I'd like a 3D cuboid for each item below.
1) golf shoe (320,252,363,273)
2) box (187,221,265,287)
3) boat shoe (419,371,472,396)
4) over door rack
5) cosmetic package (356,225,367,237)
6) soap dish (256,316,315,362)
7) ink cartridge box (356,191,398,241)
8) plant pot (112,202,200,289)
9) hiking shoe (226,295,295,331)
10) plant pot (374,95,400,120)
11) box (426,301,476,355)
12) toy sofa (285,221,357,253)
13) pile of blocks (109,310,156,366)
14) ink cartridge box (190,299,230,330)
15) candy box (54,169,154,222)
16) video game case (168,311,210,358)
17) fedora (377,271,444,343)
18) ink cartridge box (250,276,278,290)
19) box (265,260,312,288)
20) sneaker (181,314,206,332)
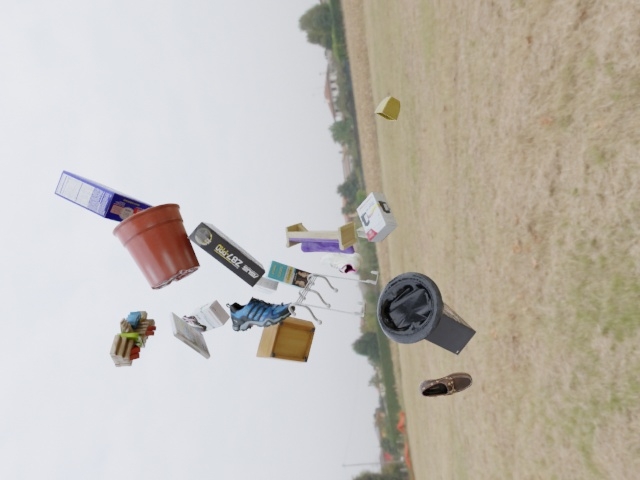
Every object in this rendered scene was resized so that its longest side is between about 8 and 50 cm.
[{"bbox_3d":[0.129,0.154,2.759,0.115,0.306,0.140,59,-143,-42],"label":"golf shoe"},{"bbox_3d":[-0.386,0.052,1.750,0.318,0.097,0.395,41,174,-8],"label":"box"},{"bbox_3d":[0.485,0.564,1.577,0.073,0.206,0.073,4,-112,-80],"label":"boat shoe"},{"bbox_3d":[0.063,0.232,1.662,0.239,0.324,0.108,-57,-43,-54],"label":"over door rack"},{"bbox_3d":[0.248,-0.043,2.128,0.115,0.060,0.041,12,126,54],"label":"cosmetic package"},{"bbox_3d":[-0.166,0.507,2.092,0.290,0.118,0.229,21,-100,-37],"label":"soap dish"},{"bbox_3d":[0.239,-0.100,1.749,0.127,0.072,0.175,-50,48,43],"label":"ink cartridge box"},{"bbox_3d":[-0.624,0.034,1.610,0.265,0.272,0.272,62,-175,4],"label":"plant pot"},{"bbox_3d":[-0.262,0.306,1.787,0.113,0.304,0.132,-61,-45,-79],"label":"hiking shoe"},{"bbox_3d":[0.299,-0.575,1.771,0.083,0.081,0.081,-65,21,8],"label":"plant pot"},{"bbox_3d":[0.644,0.445,2.333,0.343,0.179,0.312,28,-168,-28],"label":"box"},{"bbox_3d":[0.000,0.000,2.157,0.150,0.362,0.177,-23,-69,-55],"label":"toy sofa"},{"bbox_3d":[-0.769,0.384,1.734,0.362,0.112,0.149,-109,21,-68],"label":"pile of blocks"},{"bbox_3d":[-0.694,0.476,2.573,0.153,0.208,0.087,56,-144,-16],"label":"ink cartridge box"},{"bbox_3d":[-0.924,-0.169,1.777,0.122,0.317,0.268,-67,-21,-2],"label":"candy box"},{"bbox_3d":[-0.613,0.442,1.909,0.206,0.026,0.227,47,173,-28],"label":"video game case"},{"bbox_3d":[0.412,0.297,1.780,0.152,0.334,0.334,15,-120,-41],"label":"fedora"},{"bbox_3d":[-0.413,0.265,2.583,0.296,0.261,0.066,139,149,-71],"label":"ink cartridge box"},{"bbox_3d":[-0.174,0.196,2.268,0.060,0.244,0.101,153,134,-68],"label":"box"},{"bbox_3d":[-0.717,0.460,2.300,0.072,0.178,0.077,84,-157,-51],"label":"sneaker"}]
